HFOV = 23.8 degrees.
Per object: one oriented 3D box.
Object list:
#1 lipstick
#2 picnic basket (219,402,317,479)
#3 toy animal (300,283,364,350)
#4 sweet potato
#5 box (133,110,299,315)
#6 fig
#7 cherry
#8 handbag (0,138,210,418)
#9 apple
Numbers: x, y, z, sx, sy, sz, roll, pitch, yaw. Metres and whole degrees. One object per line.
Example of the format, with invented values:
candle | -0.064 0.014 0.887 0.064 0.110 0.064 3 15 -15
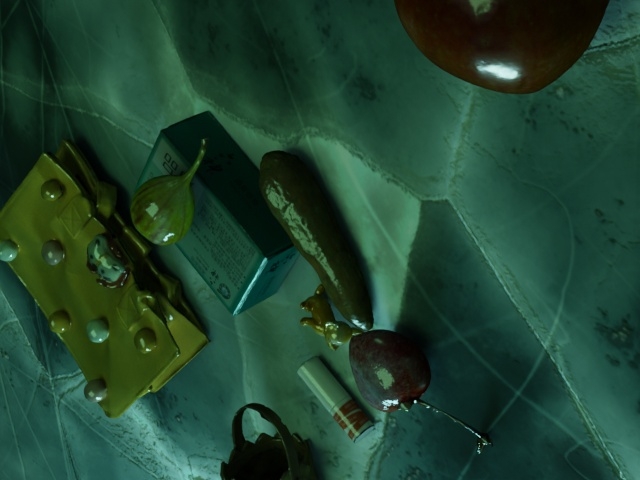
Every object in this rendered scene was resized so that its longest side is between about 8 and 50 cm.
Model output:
lipstick | 0.021 0.223 2.133 0.131 0.038 0.038 50 141 17
picnic basket | -0.080 0.322 2.227 0.128 0.137 0.179 17 125 39
toy animal | 0.017 0.106 2.068 0.083 0.060 0.081 16 86 43
sweet potato | 0.000 0.000 2.008 0.075 0.075 0.273 -29 93 52
box | -0.141 -0.038 2.126 0.245 0.092 0.153 50 140 15
fig | -0.207 -0.070 2.037 0.093 0.093 0.166 40 137 27
cherry | 0.121 0.204 1.975 0.225 0.090 0.107 47 129 6
handbag | -0.361 0.062 2.424 0.401 0.133 0.283 56 137 8
apple | 0.183 -0.260 1.528 0.230 0.230 0.230 27 130 37
